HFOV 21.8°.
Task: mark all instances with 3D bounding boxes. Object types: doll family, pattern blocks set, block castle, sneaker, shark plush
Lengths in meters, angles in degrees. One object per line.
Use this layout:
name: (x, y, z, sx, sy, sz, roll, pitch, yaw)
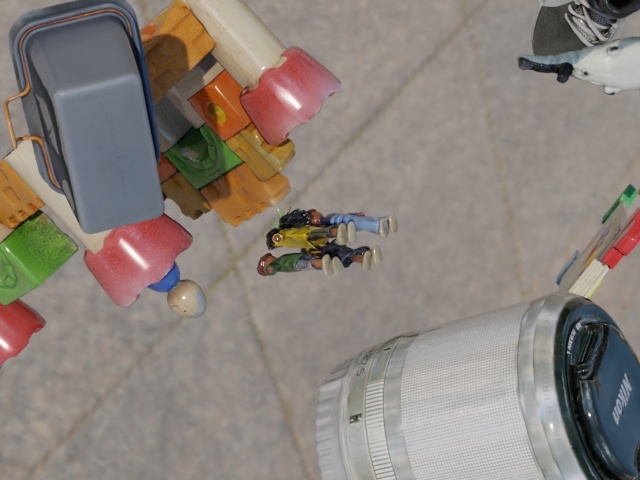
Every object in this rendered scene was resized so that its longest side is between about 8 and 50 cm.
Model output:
doll family: (0.000, 0.000, 1.799, 0.193, 0.111, 0.076, -3, 91, -57)
pattern blocks set: (0.341, 0.027, 2.060, 0.285, 0.026, 0.325, -54, 178, 27)
block castle: (-0.188, -0.037, 1.554, 0.213, 0.453, 0.303, 47, 60, -10)
sneaker: (0.265, -0.228, 1.571, 0.229, 0.086, 0.132, -54, -174, 37)
shark plush: (0.252, -0.152, 1.459, 0.161, 0.067, 0.073, -15, 117, -8)

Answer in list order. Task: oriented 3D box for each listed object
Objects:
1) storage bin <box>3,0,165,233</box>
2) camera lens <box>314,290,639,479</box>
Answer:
storage bin: (-0.148, -0.073, 1.057, 0.098, 0.091, 0.135, -14, 124, -11)
camera lens: (0.161, 0.179, 1.567, 0.219, 0.274, 0.219, 33, 48, -47)
